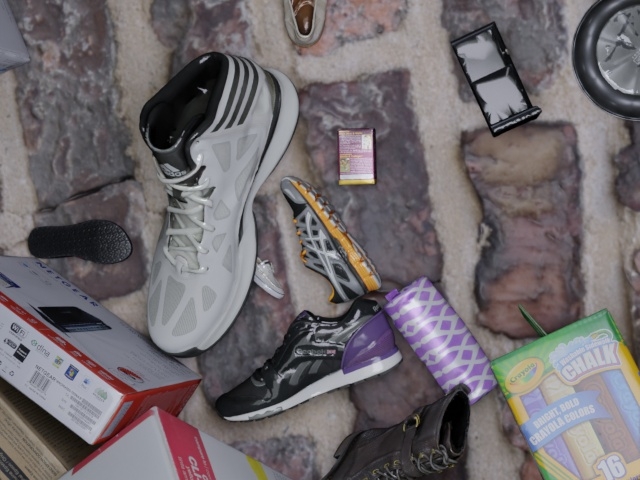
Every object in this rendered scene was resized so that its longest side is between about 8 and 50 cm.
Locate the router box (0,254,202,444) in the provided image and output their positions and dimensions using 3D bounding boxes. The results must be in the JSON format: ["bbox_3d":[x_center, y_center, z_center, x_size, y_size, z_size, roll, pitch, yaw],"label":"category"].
[{"bbox_3d":[-0.366,0.142,1.684,0.335,0.301,0.082,34,96,12],"label":"router box"}]

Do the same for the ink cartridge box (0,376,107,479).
[{"bbox_3d":[-0.421,0.271,1.750,0.088,0.235,0.193,-45,86,7],"label":"ink cartridge box"}]

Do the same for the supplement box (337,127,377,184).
[{"bbox_3d":[0.054,-0.123,1.763,0.055,0.043,0.083,0,94,8],"label":"supplement box"}]

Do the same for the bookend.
[{"bbox_3d":[0.243,-0.231,1.676,0.072,0.156,0.157,-24,88,8],"label":"bookend"}]

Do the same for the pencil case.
[{"bbox_3d":[0.176,0.150,1.740,0.086,0.088,0.206,-33,88,-13],"label":"pencil case"}]

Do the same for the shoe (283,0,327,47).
[{"bbox_3d":[-0.018,-0.395,1.752,0.077,0.058,0.218,1,93,8],"label":"shoe"}]

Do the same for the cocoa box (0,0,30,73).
[{"bbox_3d":[-0.625,-0.388,1.748,0.228,0.231,0.347,-22,89,9],"label":"cocoa box"}]

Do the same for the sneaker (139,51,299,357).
[{"bbox_3d":[-0.197,-0.057,1.676,0.169,0.257,0.447,18,92,29],"label":"sneaker"}]

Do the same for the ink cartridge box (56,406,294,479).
[{"bbox_3d":[-0.188,0.423,1.640,0.279,0.385,0.160,-39,48,12],"label":"ink cartridge box"}]

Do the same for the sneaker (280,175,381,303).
[{"bbox_3d":[0.000,0.000,1.759,0.083,0.084,0.214,-35,89,13],"label":"sneaker"}]

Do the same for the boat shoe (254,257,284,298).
[{"bbox_3d":[-0.087,0.045,1.797,0.100,0.035,0.035,43,100,10],"label":"boat shoe"}]

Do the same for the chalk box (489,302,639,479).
[{"bbox_3d":[0.355,0.213,1.653,0.179,0.180,0.288,-25,72,9],"label":"chalk box"}]

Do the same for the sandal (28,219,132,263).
[{"bbox_3d":[-0.363,0.002,1.834,0.179,0.040,0.067,2,87,22],"label":"sandal"}]

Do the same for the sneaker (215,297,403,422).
[{"bbox_3d":[-0.032,0.169,1.757,0.283,0.107,0.124,-21,97,-1],"label":"sneaker"}]

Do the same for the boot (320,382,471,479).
[{"bbox_3d":[0.099,0.322,1.652,0.091,0.263,0.229,42,134,-19],"label":"boot"}]

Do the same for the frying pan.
[{"bbox_3d":[0.487,-0.212,1.702,0.197,0.053,0.326,-27,86,9],"label":"frying pan"}]
